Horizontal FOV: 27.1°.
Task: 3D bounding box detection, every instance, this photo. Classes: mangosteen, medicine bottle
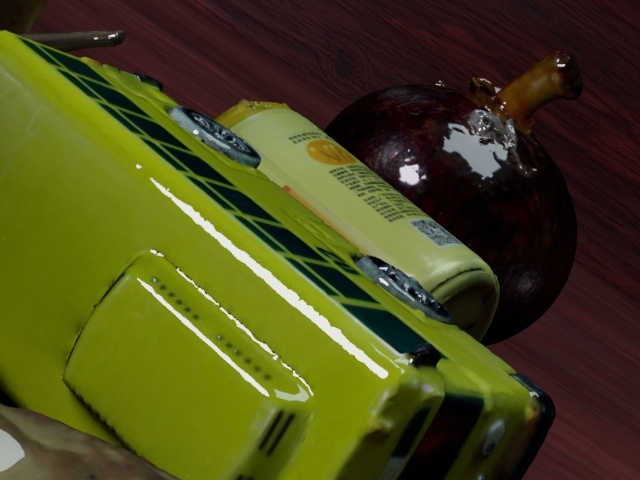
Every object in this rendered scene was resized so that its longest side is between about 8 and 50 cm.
[{"bbox_3d":[0.111,-0.049,1.056,0.235,0.261,0.235,34,12,-8],"label":"mangosteen"},{"bbox_3d":[0.000,0.000,0.896,0.239,0.124,0.124,40,11,32],"label":"medicine bottle"}]

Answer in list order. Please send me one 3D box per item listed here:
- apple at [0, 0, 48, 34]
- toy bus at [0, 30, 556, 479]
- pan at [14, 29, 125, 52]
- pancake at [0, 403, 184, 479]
[{"bbox_3d":[-0.235,-0.194,0.771,0.188,0.211,0.211,27,12,-16],"label":"apple"},{"bbox_3d":[-0.051,0.035,0.542,0.262,0.128,0.150,39,11,28],"label":"toy bus"},{"bbox_3d":[-0.204,-0.077,0.611,0.202,0.048,0.128,13,20,34],"label":"pan"},{"bbox_3d":[-0.081,0.113,0.307,0.294,0.049,0.294,31,14,-8],"label":"pancake"}]
